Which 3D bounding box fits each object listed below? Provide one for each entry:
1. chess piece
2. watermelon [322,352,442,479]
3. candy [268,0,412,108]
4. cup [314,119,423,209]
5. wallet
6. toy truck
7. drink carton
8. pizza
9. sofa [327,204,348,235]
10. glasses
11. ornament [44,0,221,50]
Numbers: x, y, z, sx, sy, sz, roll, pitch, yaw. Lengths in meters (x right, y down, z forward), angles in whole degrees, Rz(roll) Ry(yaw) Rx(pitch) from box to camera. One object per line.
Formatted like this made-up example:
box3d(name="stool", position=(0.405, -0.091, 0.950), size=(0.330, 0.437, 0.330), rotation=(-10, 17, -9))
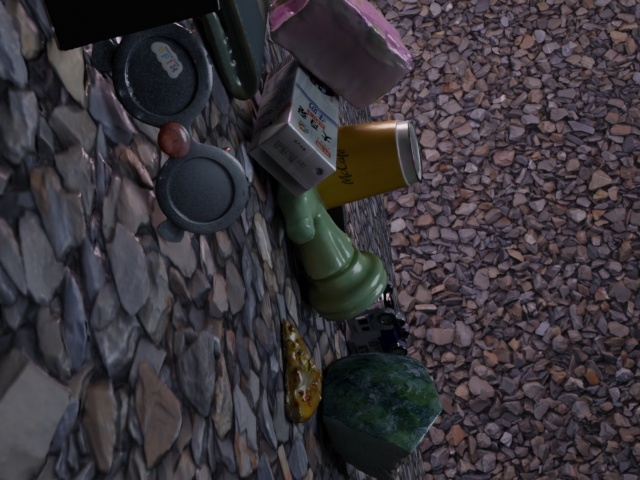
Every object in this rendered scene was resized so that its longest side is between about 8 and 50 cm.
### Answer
box3d(name="chess piece", position=(0.000, 0.000, 1.200), size=(0.298, 0.175, 0.176), rotation=(59, 20, -24))
box3d(name="watermelon", position=(0.124, 0.379, 1.276), size=(0.387, 0.228, 0.259), rotation=(-85, 171, -79))
box3d(name="candy", position=(0.039, -0.388, 1.164), size=(0.265, 0.155, 0.116), rotation=(31, 40, -39))
box3d(name="cup", position=(0.068, -0.164, 1.300), size=(0.196, 0.279, 0.197), rotation=(-8, 90, -72))
box3d(name="wallet", position=(-0.140, -0.439, 1.039), size=(0.252, 0.083, 0.361), rotation=(75, 10, -46))
box3d(name="toy truck", position=(0.139, 0.231, 1.577), size=(0.124, 0.155, 0.268), rotation=(-86, 159, -49))
box3d(name="drink carton", position=(-0.041, -0.234, 1.157), size=(0.130, 0.106, 0.315), rotation=(40, 31, -27))
box3d(name="pizza", position=(-0.032, 0.219, 1.070), size=(0.184, 0.036, 0.176), rotation=(5, 74, -78))
box3d(name="sofa", position=(0.028, -0.011, 1.424), size=(0.060, 0.085, 0.147), rotation=(45, 36, -64))
box3d(name="glasses", position=(-0.172, -0.145, 0.744), size=(0.268, 0.117, 0.234), rotation=(-124, -165, -67))
box3d(name="ornament", position=(-0.181, -0.291, 0.612), size=(0.196, 0.153, 0.167), rotation=(-92, 170, -73))
